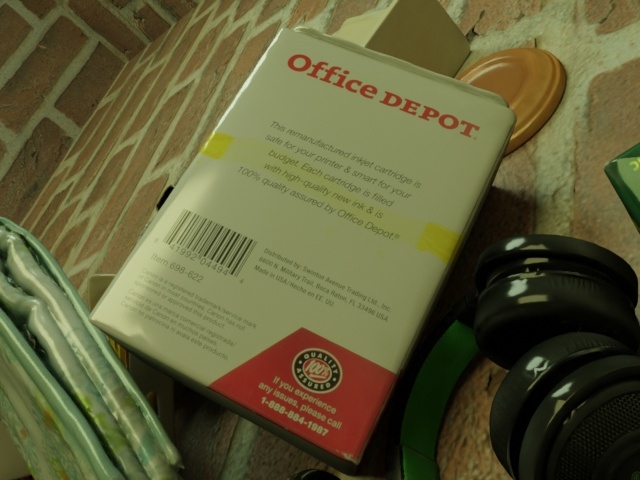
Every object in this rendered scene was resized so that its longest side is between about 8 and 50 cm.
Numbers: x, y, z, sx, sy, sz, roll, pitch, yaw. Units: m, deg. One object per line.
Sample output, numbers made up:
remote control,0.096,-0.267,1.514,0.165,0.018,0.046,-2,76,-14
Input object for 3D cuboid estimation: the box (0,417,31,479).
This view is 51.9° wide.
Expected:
box,-0.431,0.255,1.026,0.148,0.127,0.232,-13,9,-19

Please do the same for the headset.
headset,0.211,0.105,0.496,0.394,0.185,0.243,-48,22,32

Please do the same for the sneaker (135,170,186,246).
sneaker,-0.299,-0.036,1.345,0.235,0.090,0.095,-57,14,-16

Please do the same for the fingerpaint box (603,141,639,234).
fingerpaint box,0.385,0.015,0.171,0.444,0.163,0.371,-35,58,22

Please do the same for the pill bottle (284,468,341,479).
pill bottle,-0.064,0.305,0.592,0.219,0.123,0.123,-36,32,22

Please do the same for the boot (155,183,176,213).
boot,-0.110,0.039,0.822,0.112,0.115,0.305,-49,59,11

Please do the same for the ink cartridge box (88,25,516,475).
ink cartridge box,0.000,0.000,0.692,0.279,0.160,0.385,25,70,14

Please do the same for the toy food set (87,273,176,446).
toy food set,-0.279,0.187,0.915,0.306,0.092,0.220,23,116,58

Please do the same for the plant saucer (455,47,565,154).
plant saucer,0.220,-0.182,0.865,0.199,0.037,0.200,-32,34,25

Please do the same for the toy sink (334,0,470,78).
toy sink,0.089,-0.254,1.004,0.234,0.152,0.131,-56,30,-11

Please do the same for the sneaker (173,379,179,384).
sneaker,-0.166,0.129,0.957,0.240,0.091,0.126,-21,39,40

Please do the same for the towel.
towel,-0.286,0.199,0.725,0.374,0.090,0.321,47,139,25

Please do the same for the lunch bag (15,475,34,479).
lunch bag,-0.473,0.387,0.893,0.293,0.258,0.120,12,68,55
